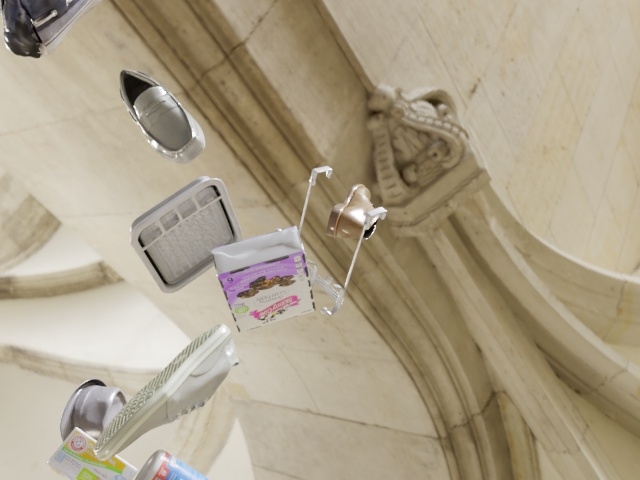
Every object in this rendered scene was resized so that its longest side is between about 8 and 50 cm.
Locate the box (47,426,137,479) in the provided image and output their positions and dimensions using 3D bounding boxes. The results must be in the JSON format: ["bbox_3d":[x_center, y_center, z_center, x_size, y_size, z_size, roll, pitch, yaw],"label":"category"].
[{"bbox_3d":[-0.600,0.600,1.815,0.114,0.203,0.103,-56,-179,-30],"label":"box"}]

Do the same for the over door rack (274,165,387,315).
[{"bbox_3d":[0.000,0.000,1.775,0.239,0.108,0.324,42,-60,34],"label":"over door rack"}]

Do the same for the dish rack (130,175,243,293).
[{"bbox_3d":[-0.368,-0.022,1.883,0.285,0.333,0.072,-37,-122,-16],"label":"dish rack"}]

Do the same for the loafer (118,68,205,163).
[{"bbox_3d":[-0.350,-0.269,1.474,0.112,0.111,0.319,-43,-129,-6],"label":"loafer"}]

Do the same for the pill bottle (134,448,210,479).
[{"bbox_3d":[-0.317,0.593,1.599,0.124,0.221,0.124,-50,-168,15],"label":"pill bottle"}]

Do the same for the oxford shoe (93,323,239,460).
[{"bbox_3d":[-0.348,0.374,1.658,0.169,0.130,0.449,-22,-165,45],"label":"oxford shoe"}]

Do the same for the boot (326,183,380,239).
[{"bbox_3d":[0.108,-0.069,1.853,0.115,0.112,0.305,15,-156,10],"label":"boot"}]

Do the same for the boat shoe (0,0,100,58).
[{"bbox_3d":[-0.502,-0.519,1.333,0.158,0.127,0.340,113,-5,-60],"label":"boat shoe"}]

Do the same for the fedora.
[{"bbox_3d":[-0.720,0.581,2.267,0.124,0.243,0.275,-7,-161,14],"label":"fedora"}]

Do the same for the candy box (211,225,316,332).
[{"bbox_3d":[-0.104,0.079,1.327,0.165,0.196,0.070,-16,-130,-5],"label":"candy box"}]
